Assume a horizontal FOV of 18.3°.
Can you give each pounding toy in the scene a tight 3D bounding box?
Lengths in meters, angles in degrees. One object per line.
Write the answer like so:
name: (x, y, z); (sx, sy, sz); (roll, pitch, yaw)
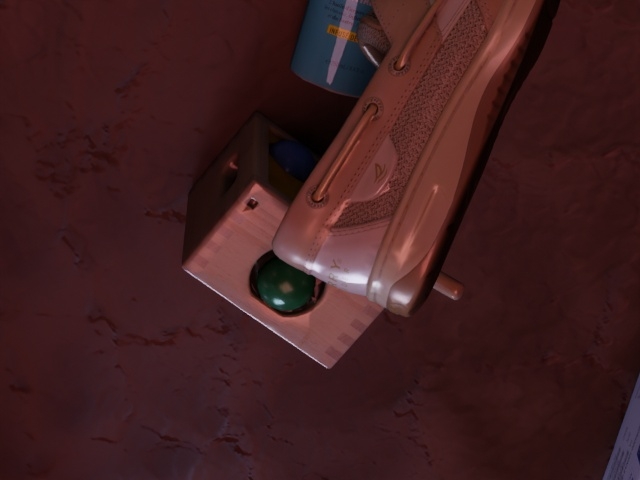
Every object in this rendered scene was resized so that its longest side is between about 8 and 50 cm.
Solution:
pounding toy: (0.000, 0.000, 1.170); (0.130, 0.141, 0.100); (35, 109, -16)

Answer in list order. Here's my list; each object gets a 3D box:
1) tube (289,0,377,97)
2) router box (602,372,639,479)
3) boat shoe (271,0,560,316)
tube: (0.038, -0.186, 1.141); (0.080, 0.052, 0.207); (12, 109, -19)
router box: (0.367, 0.073, 1.244); (0.301, 0.082, 0.336); (11, 114, -6)
boat shoe: (0.067, -0.111, 1.092); (0.098, 0.109, 0.302); (22, 80, 9)
